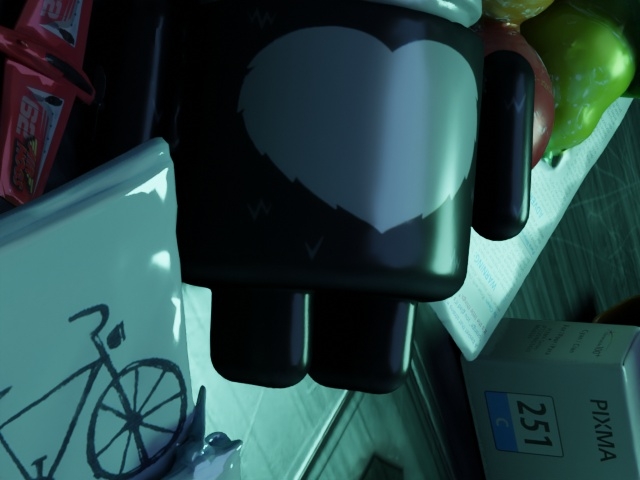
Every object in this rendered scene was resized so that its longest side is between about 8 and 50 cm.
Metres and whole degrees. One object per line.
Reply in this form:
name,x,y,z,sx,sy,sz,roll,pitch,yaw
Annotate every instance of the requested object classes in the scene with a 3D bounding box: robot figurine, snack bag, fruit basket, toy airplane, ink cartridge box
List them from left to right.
snack bag,-0.145,0.152,0.603,0.323,0.037,0.342,-30,126,-45
toy airplane,-0.149,-0.091,0.685,0.151,0.028,0.151,1,89,-60
robot figurine,0.003,-0.057,0.801,0.209,0.174,0.278,12,82,-60
fruit basket,0.124,-0.144,1.063,0.353,0.165,0.327,-52,132,-19
ink cartridge box,0.266,0.206,1.173,0.066,0.261,0.296,-47,130,-49

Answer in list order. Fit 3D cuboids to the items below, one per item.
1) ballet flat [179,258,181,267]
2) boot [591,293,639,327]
ballet flat,-0.128,0.082,0.690,0.203,0.074,0.074,-49,132,-39
boot,0.337,0.149,1.446,0.295,0.104,0.211,-29,116,-51
